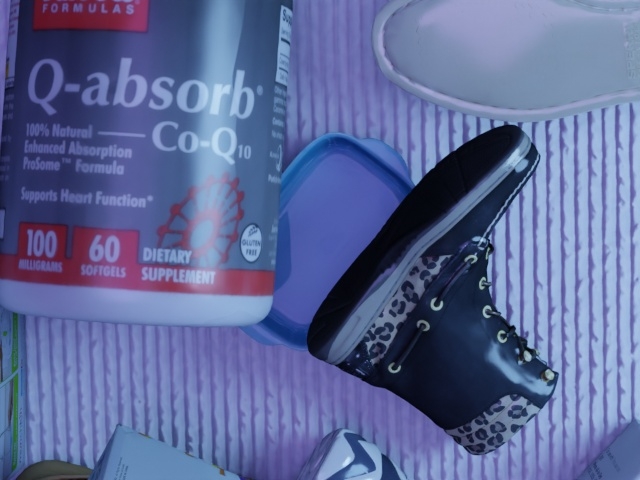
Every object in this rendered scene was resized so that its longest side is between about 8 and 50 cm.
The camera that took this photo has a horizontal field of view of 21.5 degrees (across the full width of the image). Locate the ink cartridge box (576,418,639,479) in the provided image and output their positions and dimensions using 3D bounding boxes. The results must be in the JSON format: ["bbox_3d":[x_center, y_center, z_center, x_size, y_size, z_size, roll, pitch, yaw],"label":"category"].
[{"bbox_3d":[0.236,0.318,1.327,0.211,0.121,0.289,41,96,-2],"label":"ink cartridge box"}]

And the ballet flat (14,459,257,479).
[{"bbox_3d":[-0.140,0.226,1.364,0.232,0.073,0.080,3,94,3],"label":"ballet flat"}]

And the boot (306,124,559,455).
[{"bbox_3d":[0.125,0.043,1.308,0.178,0.085,0.236,38,102,-19],"label":"boot"}]

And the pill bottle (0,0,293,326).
[{"bbox_3d":[-0.128,-0.123,1.251,0.210,0.210,0.363,3,90,3],"label":"pill bottle"}]

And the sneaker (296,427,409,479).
[{"bbox_3d":[0.021,0.283,1.332,0.153,0.094,0.235,31,66,-6],"label":"sneaker"}]

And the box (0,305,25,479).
[{"bbox_3d":[-0.303,0.071,1.278,0.126,0.231,0.262,2,97,3],"label":"box"}]

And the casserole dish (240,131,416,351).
[{"bbox_3d":[0.000,0.000,1.350,0.114,0.037,0.188,38,96,-1],"label":"casserole dish"}]

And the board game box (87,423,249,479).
[{"bbox_3d":[-0.156,0.305,1.288,0.142,0.144,0.275,25,118,-10],"label":"board game box"}]

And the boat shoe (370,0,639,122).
[{"bbox_3d":[0.202,-0.159,1.291,0.324,0.097,0.117,-3,106,5],"label":"boat shoe"}]
